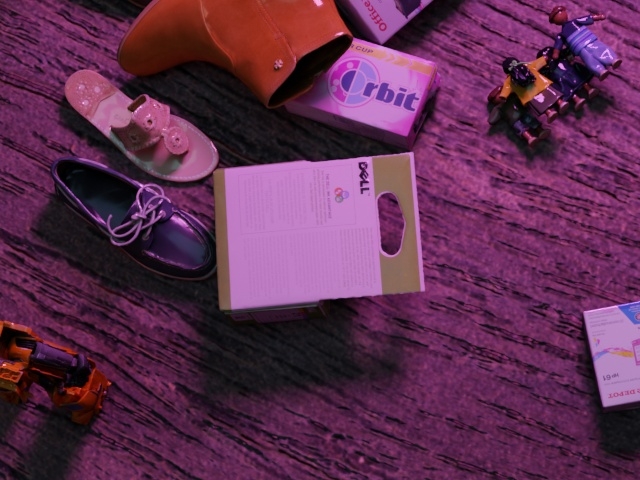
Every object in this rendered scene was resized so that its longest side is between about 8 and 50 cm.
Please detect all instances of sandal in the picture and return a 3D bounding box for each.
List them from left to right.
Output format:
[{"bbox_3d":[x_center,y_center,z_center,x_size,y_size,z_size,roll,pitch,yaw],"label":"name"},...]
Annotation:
[{"bbox_3d":[-0.247,-0.157,1.947,0.240,0.079,0.088,33,83,15],"label":"sandal"}]

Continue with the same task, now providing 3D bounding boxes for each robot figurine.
[{"bbox_3d":[-0.362,0.153,1.776,0.211,0.291,0.085,14,78,12],"label":"robot figurine"}]

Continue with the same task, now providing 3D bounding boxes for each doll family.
[{"bbox_3d":[0.292,-0.216,1.889,0.193,0.076,0.111,-38,69,-7],"label":"doll family"}]

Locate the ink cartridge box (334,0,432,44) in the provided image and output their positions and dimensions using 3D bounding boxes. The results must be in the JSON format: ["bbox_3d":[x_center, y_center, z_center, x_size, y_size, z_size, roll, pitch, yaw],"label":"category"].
[{"bbox_3d":[0.097,-0.359,1.919,0.175,0.072,0.127,-42,116,-3],"label":"ink cartridge box"}]

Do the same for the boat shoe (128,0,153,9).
[{"bbox_3d":[-0.251,-0.358,2.008,0.178,0.060,0.064,17,79,12],"label":"boat shoe"}]

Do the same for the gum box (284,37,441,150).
[{"bbox_3d":[0.056,-0.197,1.920,0.188,0.062,0.107,19,79,13],"label":"gum box"}]

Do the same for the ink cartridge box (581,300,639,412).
[{"bbox_3d":[0.373,0.141,1.793,0.088,0.052,0.122,-11,76,5],"label":"ink cartridge box"}]

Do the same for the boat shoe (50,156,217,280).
[{"bbox_3d":[-0.241,-0.033,1.915,0.254,0.079,0.095,36,83,15],"label":"boat shoe"}]

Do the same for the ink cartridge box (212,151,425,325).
[{"bbox_3d":[0.000,0.000,1.863,0.255,0.097,0.189,-5,75,5],"label":"ink cartridge box"}]

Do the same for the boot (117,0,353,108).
[{"bbox_3d":[-0.115,-0.245,1.900,0.295,0.104,0.211,-33,60,12],"label":"boot"}]
